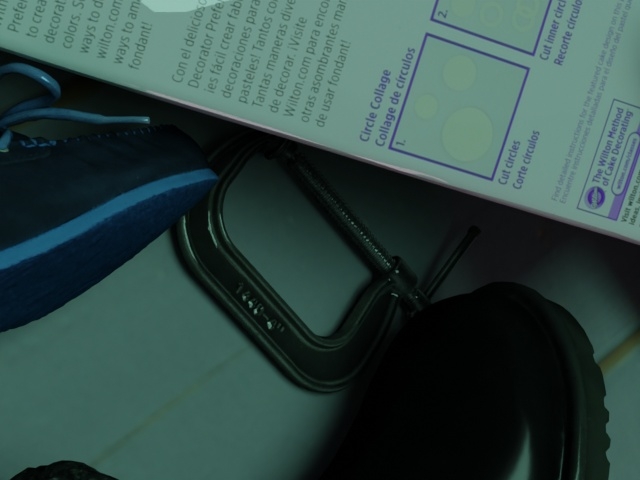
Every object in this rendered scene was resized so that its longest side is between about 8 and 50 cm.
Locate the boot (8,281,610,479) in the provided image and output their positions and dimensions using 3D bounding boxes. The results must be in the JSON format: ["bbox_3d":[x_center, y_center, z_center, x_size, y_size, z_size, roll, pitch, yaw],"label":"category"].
[{"bbox_3d":[-0.020,0.132,0.653,0.260,0.131,0.348,33,62,-31],"label":"boot"}]

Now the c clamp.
[{"bbox_3d":[0.000,0.000,0.772,0.161,0.022,0.137,44,62,-27],"label":"c clamp"}]

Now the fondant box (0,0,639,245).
[{"bbox_3d":[0.030,-0.154,0.669,0.330,0.096,0.238,16,94,-22],"label":"fondant box"}]

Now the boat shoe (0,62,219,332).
[{"bbox_3d":[-0.132,-0.018,0.588,0.089,0.109,0.258,52,28,9],"label":"boat shoe"}]
